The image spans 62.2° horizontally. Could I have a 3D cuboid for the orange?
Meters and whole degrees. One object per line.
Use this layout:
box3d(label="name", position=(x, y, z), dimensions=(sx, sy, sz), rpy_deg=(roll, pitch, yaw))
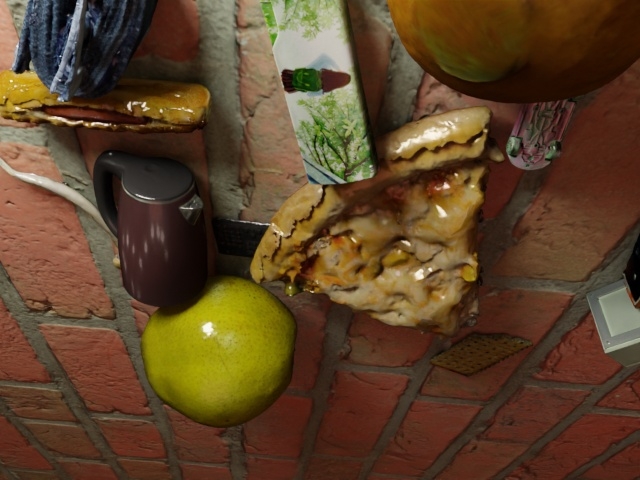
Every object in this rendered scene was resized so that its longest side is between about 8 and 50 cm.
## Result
box3d(label="orange", position=(0.182, -0.241, 0.456), dimensions=(0.263, 0.195, 0.334), rpy_deg=(15, 156, 6))

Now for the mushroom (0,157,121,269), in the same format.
box3d(label="mushroom", position=(-0.414, -0.047, 0.906), dimensions=(0.068, 0.043, 0.306), rpy_deg=(-32, 131, 2))

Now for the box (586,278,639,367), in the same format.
box3d(label="box", position=(0.619, 0.122, 0.953), dimensions=(0.086, 0.129, 0.225), rpy_deg=(32, 132, -29))

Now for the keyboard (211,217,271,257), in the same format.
box3d(label="keyboard", position=(0.000, 0.010, 0.935), dimensions=(0.382, 0.041, 0.103), rpy_deg=(1, 140, 3))

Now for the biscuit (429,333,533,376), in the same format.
box3d(label="biscuit", position=(0.361, 0.259, 1.221), dimensions=(0.144, 0.016, 0.203), rpy_deg=(22, 137, -21))

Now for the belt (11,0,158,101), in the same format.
box3d(label="belt", position=(-0.253, -0.248, 0.582), dimensions=(0.122, 0.128, 0.218), rpy_deg=(23, 137, -22))

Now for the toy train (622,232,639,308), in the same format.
box3d(label="toy train", position=(0.563, -0.038, 0.803), dimensions=(0.089, 0.086, 0.409), rpy_deg=(-5, 139, 7))

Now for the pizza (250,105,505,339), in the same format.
box3d(label="pizza", position=(0.073, 0.006, 0.844), dimensions=(0.393, 0.080, 0.434), rpy_deg=(-2, 124, 8))

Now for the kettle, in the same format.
box3d(label="kettle", position=(-0.270, -0.032, 0.856), dimensions=(0.202, 0.144, 0.232), rpy_deg=(30, 136, 17))

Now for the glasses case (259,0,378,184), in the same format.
box3d(label="glasses case", position=(0.000, -0.197, 0.632), dimensions=(0.096, 0.062, 0.272), rpy_deg=(-8, 125, 13))

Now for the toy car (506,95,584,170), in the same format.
box3d(label="toy car", position=(0.292, -0.162, 0.702), dimensions=(0.069, 0.055, 0.142), rpy_deg=(5, 126, -3))

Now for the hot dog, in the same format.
box3d(label="hot dog", position=(-0.287, -0.180, 0.702), dimensions=(0.289, 0.083, 0.068), rpy_deg=(5, 134, 3))

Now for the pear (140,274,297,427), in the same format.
box3d(label="pear", position=(-0.183, 0.208, 1.012), dimensions=(0.295, 0.294, 0.294), rpy_deg=(2, 140, 2))
